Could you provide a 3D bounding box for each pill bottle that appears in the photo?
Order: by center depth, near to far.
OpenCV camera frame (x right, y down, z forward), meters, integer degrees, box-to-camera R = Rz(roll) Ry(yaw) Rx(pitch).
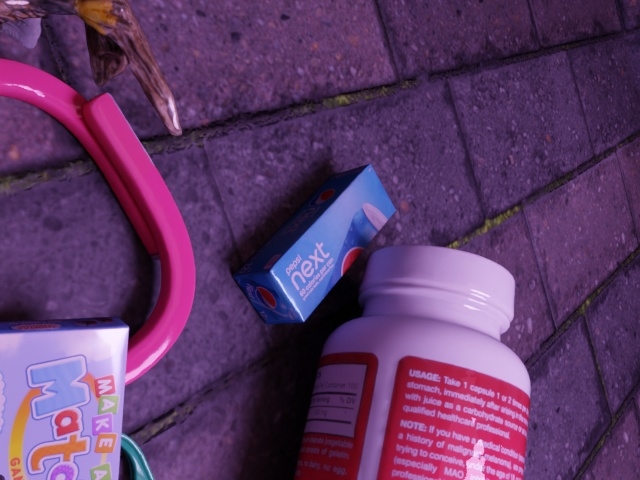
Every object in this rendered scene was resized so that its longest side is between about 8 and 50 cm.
[{"bbox_3d":[0.094,0.223,0.652,0.229,0.229,0.408,30,63,-37],"label":"pill bottle"}]

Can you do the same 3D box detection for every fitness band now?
[{"bbox_3d":[-0.225,-0.010,0.514,0.209,0.054,0.291,-40,109,-38],"label":"fitness band"}]

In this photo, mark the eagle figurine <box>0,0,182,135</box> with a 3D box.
[{"bbox_3d":[-0.257,-0.141,0.350,0.298,0.225,0.226,-25,69,-26],"label":"eagle figurine"}]

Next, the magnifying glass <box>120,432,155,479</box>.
[{"bbox_3d":[-0.155,0.249,0.555,0.231,0.026,0.092,49,53,-25],"label":"magnifying glass"}]

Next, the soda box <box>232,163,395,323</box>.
[{"bbox_3d":[0.000,0.000,0.715,0.210,0.067,0.071,-47,115,-37],"label":"soda box"}]

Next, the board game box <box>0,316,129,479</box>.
[{"bbox_3d":[-0.246,0.137,0.430,0.211,0.039,0.160,2,96,-36],"label":"board game box"}]
